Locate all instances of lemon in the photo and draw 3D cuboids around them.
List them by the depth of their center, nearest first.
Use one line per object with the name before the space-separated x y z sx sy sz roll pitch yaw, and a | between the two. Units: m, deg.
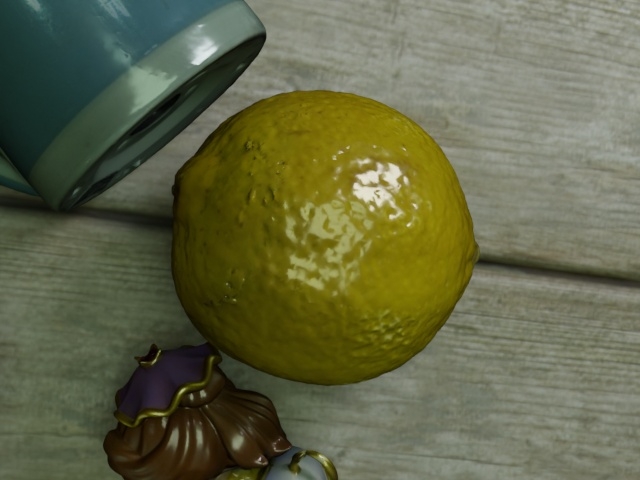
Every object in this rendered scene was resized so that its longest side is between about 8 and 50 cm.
lemon | -0.001 -0.001 1.044 0.293 0.293 0.293 0 91 -13

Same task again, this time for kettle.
kettle | -0.273 -0.206 1.012 0.319 0.247 0.342 -41 92 17

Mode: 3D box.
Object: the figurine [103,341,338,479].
figurine | -0.094 0.208 1.089 0.189 0.142 0.263 -36 104 25
